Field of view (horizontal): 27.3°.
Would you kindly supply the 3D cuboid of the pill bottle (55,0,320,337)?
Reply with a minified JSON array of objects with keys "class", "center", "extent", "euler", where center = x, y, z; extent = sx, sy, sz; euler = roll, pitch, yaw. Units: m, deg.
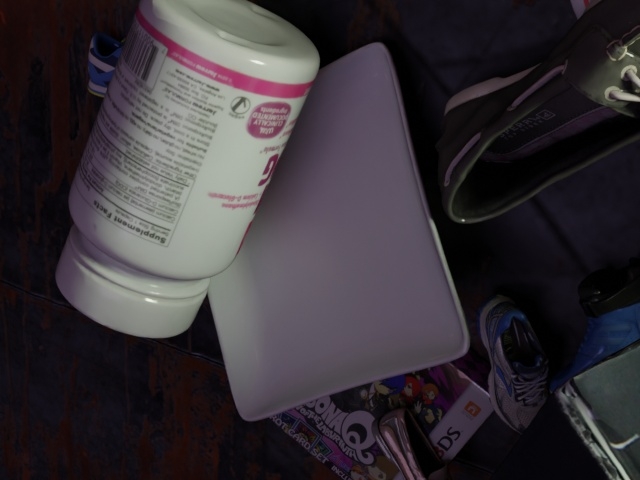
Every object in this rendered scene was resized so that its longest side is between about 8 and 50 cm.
[{"class":"pill bottle","center":[-0.124,-0.067,1.151],"extent":[0.160,0.160,0.283],"euler":[32,114,14]}]

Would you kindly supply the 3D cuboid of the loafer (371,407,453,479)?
[{"class":"loafer","center":[0.098,0.212,1.233],"extent":[0.039,0.045,0.125],"euler":[-36,92,31]}]

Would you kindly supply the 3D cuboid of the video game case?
[{"class":"video game case","center":[0.040,0.139,1.283],"extent":[0.232,0.042,0.210],"euler":[40,128,9]}]

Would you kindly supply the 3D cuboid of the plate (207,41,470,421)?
[{"class":"plate","center":[0.000,0.000,1.184],"extent":[0.278,0.045,0.277],"euler":[-23,79,38]}]

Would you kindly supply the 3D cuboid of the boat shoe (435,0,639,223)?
[{"class":"boat shoe","center":[0.197,-0.095,0.964],"extent":[0.112,0.095,0.335],"euler":[21,156,-23]}]

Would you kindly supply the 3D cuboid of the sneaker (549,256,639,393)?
[{"class":"sneaker","center":[0.235,0.071,1.110],"extent":[0.084,0.058,0.152],"euler":[47,126,-6]}]

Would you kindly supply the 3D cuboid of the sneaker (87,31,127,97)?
[{"class":"sneaker","center":[-0.164,-0.162,1.244],"extent":[0.144,0.053,0.059],"euler":[11,118,26]}]

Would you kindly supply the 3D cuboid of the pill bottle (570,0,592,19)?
[{"class":"pill bottle","center":[0.262,-0.198,0.931],"extent":[0.160,0.087,0.087],"euler":[-3,113,34]}]

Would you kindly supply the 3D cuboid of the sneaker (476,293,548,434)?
[{"class":"sneaker","center":[0.175,0.116,1.160],"extent":[0.135,0.052,0.058],"euler":[69,166,-12]}]

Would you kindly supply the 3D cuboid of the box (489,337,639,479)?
[{"class":"box","center":[0.324,0.313,0.845],"extent":[0.472,0.297,0.480],"euler":[56,158,20]}]
